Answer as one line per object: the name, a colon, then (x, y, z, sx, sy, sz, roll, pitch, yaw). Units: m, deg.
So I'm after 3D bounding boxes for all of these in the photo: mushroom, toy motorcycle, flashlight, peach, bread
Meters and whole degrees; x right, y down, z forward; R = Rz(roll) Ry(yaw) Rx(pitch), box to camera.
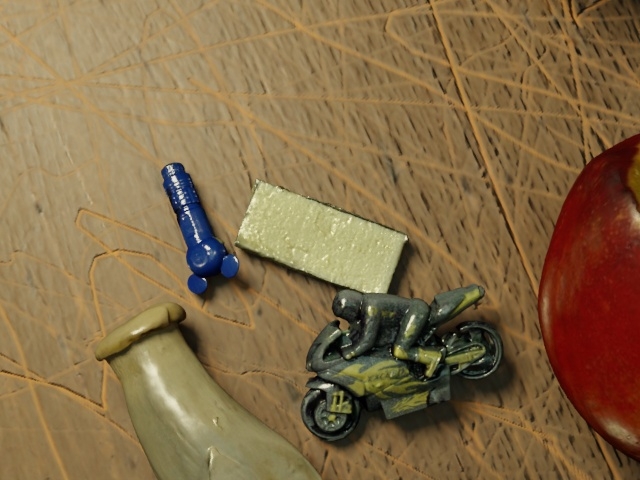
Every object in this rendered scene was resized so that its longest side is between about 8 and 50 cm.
mushroom: (-0.099, 0.167, 0.739, 0.108, 0.096, 0.247, -43, 80, 20)
toy motorcycle: (0.059, 0.093, 0.762, 0.193, 0.061, 0.124, -24, 98, 4)
flashlight: (-0.114, -0.014, 0.795, 0.057, 0.035, 0.121, -28, 78, 21)
peach: (0.291, 0.051, 0.684, 0.245, 0.248, 0.275, -42, 83, 20)
bread: (0.000, 0.000, 0.796, 0.153, 0.028, 0.068, 19, 82, 2)
